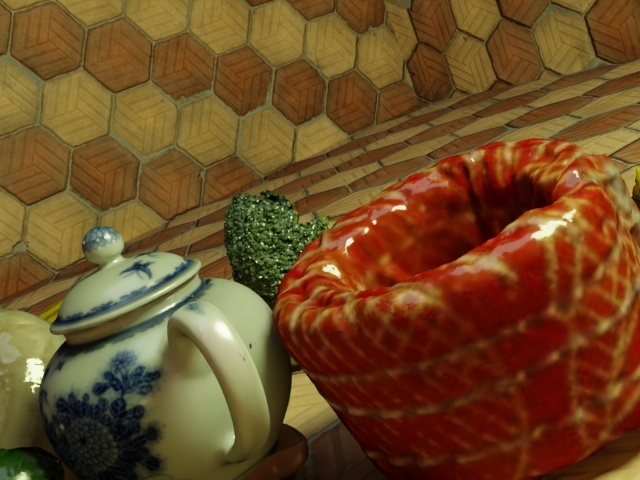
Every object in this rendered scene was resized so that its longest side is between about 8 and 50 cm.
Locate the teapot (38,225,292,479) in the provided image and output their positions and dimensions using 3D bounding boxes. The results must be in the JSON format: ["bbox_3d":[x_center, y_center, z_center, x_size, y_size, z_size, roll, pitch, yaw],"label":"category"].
[{"bbox_3d":[-0.165,0.113,0.959,0.252,0.279,0.424,-28,13,-25],"label":"teapot"}]

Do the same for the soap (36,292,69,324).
[{"bbox_3d":[-0.439,0.168,1.727,0.259,0.143,0.281,-17,11,36],"label":"soap"}]

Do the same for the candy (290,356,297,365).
[{"bbox_3d":[0.073,0.105,1.363,0.306,0.083,0.091,-14,9,-9],"label":"candy"}]

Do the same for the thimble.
[{"bbox_3d":[0.150,0.064,0.923,0.350,0.230,0.350,-26,20,10],"label":"thimble"}]

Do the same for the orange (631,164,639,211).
[{"bbox_3d":[0.460,-0.023,0.951,0.263,0.196,0.334,-26,7,11],"label":"orange"}]

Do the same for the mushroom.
[{"bbox_3d":[-0.412,0.208,1.082,0.290,0.297,0.298,27,-23,-38],"label":"mushroom"}]

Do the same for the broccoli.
[{"bbox_3d":[-0.020,0.007,1.656,0.252,0.221,0.361,-11,4,14],"label":"broccoli"}]

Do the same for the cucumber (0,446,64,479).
[{"bbox_3d":[-0.367,0.307,0.853,0.325,0.105,0.145,-47,23,-17],"label":"cucumber"}]

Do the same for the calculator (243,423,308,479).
[{"bbox_3d":[-0.154,0.263,1.087,0.220,0.048,0.330,-29,12,-29],"label":"calculator"}]
